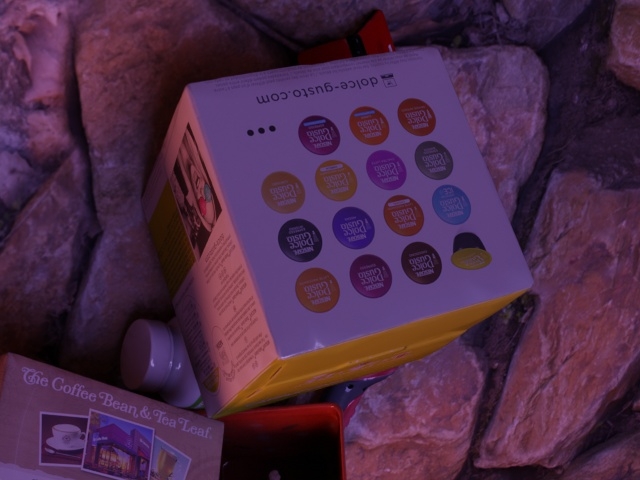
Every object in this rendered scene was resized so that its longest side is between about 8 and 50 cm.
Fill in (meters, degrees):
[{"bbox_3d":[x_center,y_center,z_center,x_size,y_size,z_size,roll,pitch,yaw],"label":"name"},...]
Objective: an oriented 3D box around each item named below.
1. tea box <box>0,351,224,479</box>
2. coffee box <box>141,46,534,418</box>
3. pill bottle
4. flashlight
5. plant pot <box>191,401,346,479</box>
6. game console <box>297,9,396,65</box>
[{"bbox_3d":[-0.353,0.320,1.344,0.329,0.220,0.323,26,144,-36],"label":"tea box"},{"bbox_3d":[0.000,0.000,1.329,0.337,0.338,0.334,-13,74,-24],"label":"coffee box"},{"bbox_3d":[-0.159,0.179,1.533,0.245,0.136,0.136,11,107,-34],"label":"pill bottle"},{"bbox_3d":[0.044,0.270,1.726,0.304,0.103,0.103,-66,162,15],"label":"flashlight"},{"bbox_3d":[-0.084,0.399,1.568,0.267,0.267,0.236,-4,162,4],"label":"plant pot"},{"bbox_3d":[0.049,-0.243,1.522,0.124,0.085,0.144,-54,136,-37],"label":"game console"}]
